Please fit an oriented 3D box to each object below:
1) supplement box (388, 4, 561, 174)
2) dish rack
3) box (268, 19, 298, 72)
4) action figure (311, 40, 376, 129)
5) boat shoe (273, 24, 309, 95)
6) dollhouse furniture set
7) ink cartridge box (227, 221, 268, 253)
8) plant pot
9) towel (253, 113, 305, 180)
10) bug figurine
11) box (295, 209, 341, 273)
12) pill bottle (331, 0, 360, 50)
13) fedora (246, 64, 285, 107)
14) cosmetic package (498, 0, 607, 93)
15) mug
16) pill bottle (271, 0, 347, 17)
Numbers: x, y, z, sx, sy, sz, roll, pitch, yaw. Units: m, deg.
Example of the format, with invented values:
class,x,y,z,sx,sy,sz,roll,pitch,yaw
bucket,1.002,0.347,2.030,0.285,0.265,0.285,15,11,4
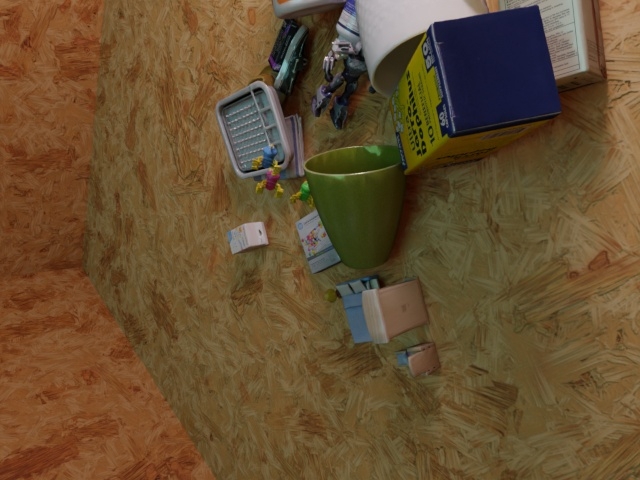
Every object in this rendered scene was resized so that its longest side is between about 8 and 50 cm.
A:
class,x,y,z,sx,sy,sz,roll,pitch,yaw
supplement box,0.282,-0.275,0.921,0.356,0.195,0.194,124,135,-86
dish rack,-0.217,-0.369,1.545,0.333,0.072,0.285,-3,109,47
box,-0.123,-0.640,1.473,0.162,0.029,0.116,-62,27,29
action figure,0.076,-0.443,1.258,0.285,0.185,0.099,132,147,-55
boat shoe,-0.076,-0.573,1.454,0.070,0.078,0.219,28,121,-2
dollhouse furniture set,0.128,0.252,1.283,0.303,0.198,0.286,-18,84,46
ink cartridge box,-0.271,-0.012,1.717,0.143,0.090,0.092,-22,81,45
plant pot,0.107,-0.081,1.234,0.275,0.275,0.293,17,125,42
towel,-0.156,-0.318,1.596,0.285,0.034,0.209,3,101,47
bug figurine,-0.085,-0.202,1.430,0.216,0.279,0.072,125,155,-52
box,0.000,0.000,1.485,0.145,0.038,0.186,-28,76,44
pill bottle,0.107,-0.594,1.232,0.112,0.112,0.186,49,127,28
fedora,-0.201,-0.517,1.575,0.194,0.079,0.194,8,102,43
cosmetic package,0.453,-0.448,0.896,0.153,0.129,0.296,-4,94,47
mug,0.232,-0.550,0.979,0.374,0.276,0.328,146,115,-63
pill bottle,-0.055,-0.825,1.208,0.224,0.224,0.392,10,120,44
